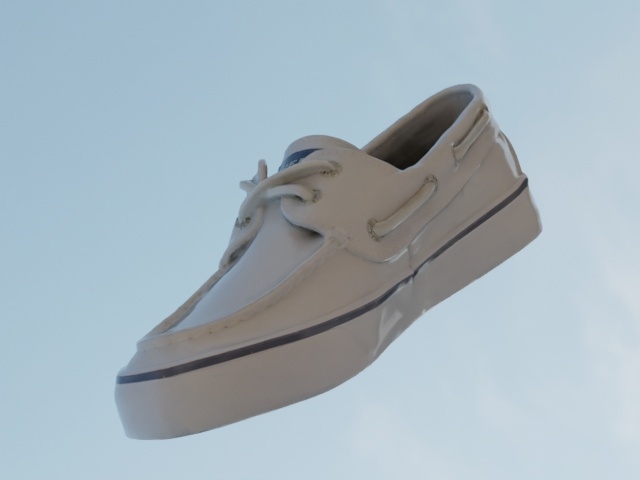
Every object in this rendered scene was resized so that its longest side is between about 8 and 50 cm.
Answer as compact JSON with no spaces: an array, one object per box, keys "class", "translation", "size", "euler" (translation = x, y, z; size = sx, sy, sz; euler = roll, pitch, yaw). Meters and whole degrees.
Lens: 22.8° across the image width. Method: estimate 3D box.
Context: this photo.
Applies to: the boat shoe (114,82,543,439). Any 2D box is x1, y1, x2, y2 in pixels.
[{"class":"boat shoe","translation":[0.000,0.000,0.650],"size":[0.258,0.095,0.084],"euler":[-32,-74,-53]}]
